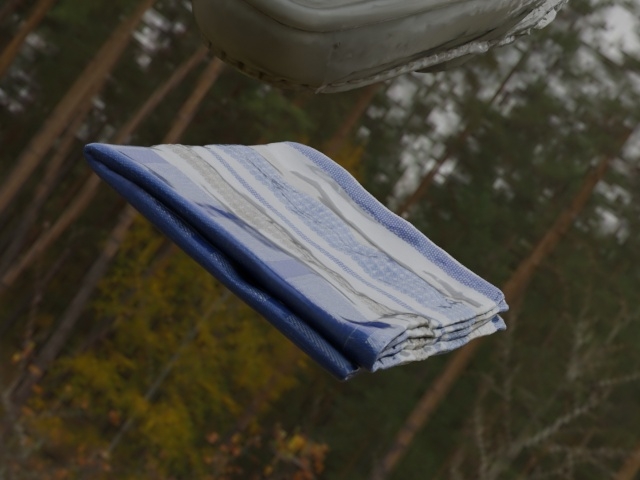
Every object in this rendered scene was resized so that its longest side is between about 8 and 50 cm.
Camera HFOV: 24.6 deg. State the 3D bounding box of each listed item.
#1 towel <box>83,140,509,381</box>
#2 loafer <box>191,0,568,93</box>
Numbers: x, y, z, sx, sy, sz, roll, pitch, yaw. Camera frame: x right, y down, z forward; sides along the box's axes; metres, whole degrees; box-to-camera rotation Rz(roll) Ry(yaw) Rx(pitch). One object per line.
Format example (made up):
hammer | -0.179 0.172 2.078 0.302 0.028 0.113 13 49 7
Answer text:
towel | 0.000 0.000 0.898 0.209 0.034 0.285 38 15 16
loafer | 0.050 -0.113 0.607 0.112 0.111 0.319 36 36 16
